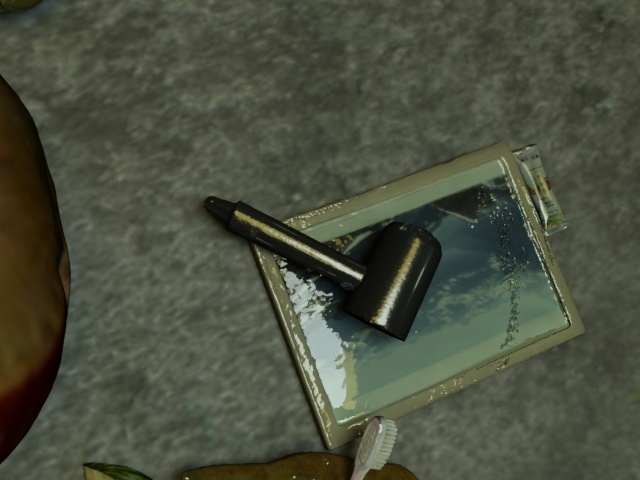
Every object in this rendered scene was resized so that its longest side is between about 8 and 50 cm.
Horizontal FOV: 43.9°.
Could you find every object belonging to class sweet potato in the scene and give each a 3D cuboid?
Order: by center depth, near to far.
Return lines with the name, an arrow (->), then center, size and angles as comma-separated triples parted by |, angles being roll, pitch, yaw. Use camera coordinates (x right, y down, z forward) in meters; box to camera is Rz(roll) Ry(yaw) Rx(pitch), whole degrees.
sweet potato -> -0.005, 0.246, 0.800 | 0.274, 0.067, 0.067 | 7, 79, -18

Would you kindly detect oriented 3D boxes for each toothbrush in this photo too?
toothbrush -> 0.012, 0.315, 0.776 | 0.029, 0.025, 0.307 | 19, 93, -35

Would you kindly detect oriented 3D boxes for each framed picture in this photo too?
framed picture -> 0.114, 0.050, 0.884 | 0.335, 0.022, 0.247 | -20, 86, -17

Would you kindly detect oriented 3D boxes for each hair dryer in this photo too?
hair dryer -> -0.001, 0.002, 0.826 | 0.248, 0.070, 0.114 | 27, 77, 0

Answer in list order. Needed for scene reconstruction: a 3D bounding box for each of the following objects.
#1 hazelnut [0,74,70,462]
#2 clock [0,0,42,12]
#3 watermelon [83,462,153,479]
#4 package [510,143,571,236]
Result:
hazelnut -> -0.371, 0.019, 0.615 | 0.359, 0.359, 0.409 | -6, 86, -15
clock -> -0.337, -0.335, 0.792 | 0.308, 0.096, 0.235 | 1, 79, -14
watermelon -> -0.164, 0.285, 0.763 | 0.069, 0.087, 0.163 | -9, 84, -53
package -> 0.262, -0.060, 0.944 | 0.037, 0.015, 0.110 | -20, 85, -11
